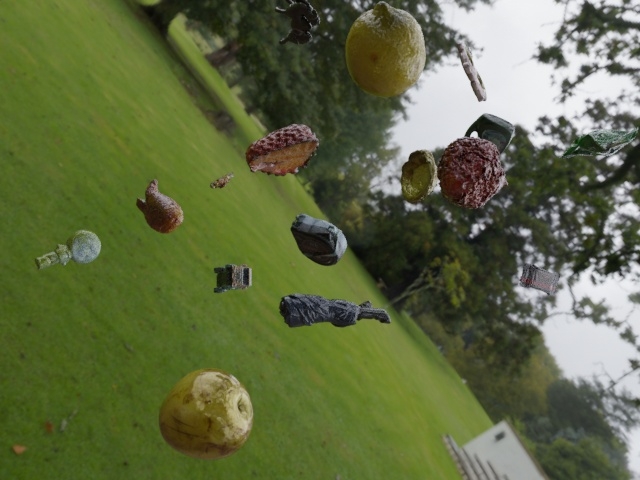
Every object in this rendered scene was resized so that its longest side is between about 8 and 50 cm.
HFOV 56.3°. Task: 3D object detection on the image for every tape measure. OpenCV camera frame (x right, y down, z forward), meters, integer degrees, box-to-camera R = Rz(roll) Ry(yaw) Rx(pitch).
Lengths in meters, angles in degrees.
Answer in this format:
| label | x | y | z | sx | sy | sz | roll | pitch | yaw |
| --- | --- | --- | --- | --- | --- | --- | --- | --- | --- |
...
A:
| label | x | y | z | sx | sy | sz | roll | pitch | yaw |
| --- | --- | --- | --- | --- | --- | --- | --- | --- | --- |
| tape measure | 0.001 | 0.003 | 2.101 | 0.182 | 0.107 | 0.181 | 17 | -33 | 24 |

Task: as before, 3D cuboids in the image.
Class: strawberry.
| label | x | y | z | sx | sy | sz | roll | pitch | yaw |
| --- | --- | --- | --- | --- | --- | --- | --- | --- | --- |
| strawberry | -0.156 | -0.347 | 2.260 | 0.253 | 0.280 | 0.150 | 103 | -33 | -71 |
| strawberry | 0.376 | -0.164 | 1.535 | 0.184 | 0.187 | 0.201 | 41 | 42 | 10 |

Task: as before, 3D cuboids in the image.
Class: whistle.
| label | x | y | z | sx | sy | sz | roll | pitch | yaw |
| --- | --- | --- | --- | --- | --- | --- | --- | --- | --- |
| whistle | -0.762 | 0.035 | 1.804 | 0.057 | 0.198 | 0.104 | 20 | -54 | 45 |

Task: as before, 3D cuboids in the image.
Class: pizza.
| label | x | y | z | sx | sy | sz | roll | pitch | yaw |
| --- | --- | --- | --- | --- | --- | --- | --- | --- | --- |
| pizza | -0.279 | -0.167 | 1.712 | 0.025 | 0.078 | 0.083 | 60 | 8 | 0 |

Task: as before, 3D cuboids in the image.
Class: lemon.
| label | x | y | z | sx | sy | sz | roll | pitch | yaw |
| --- | --- | --- | --- | --- | --- | --- | --- | --- | --- |
| lemon | 0.179 | -0.526 | 1.660 | 0.228 | 0.228 | 0.253 | 60 | -3 | 34 |

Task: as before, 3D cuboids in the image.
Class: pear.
| label | x | y | z | sx | sy | sz | roll | pitch | yaw |
| --- | --- | --- | --- | --- | --- | --- | --- | --- | --- |
| pear | -0.344 | 0.527 | 1.814 | 0.281 | 0.280 | 0.281 | 55 | 5 | -8 |

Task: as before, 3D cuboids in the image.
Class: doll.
| label | x | y | z | sx | sy | sz | roll | pitch | yaw |
| --- | --- | --- | --- | --- | --- | --- | --- | --- | --- |
| doll | -0.059 | -0.616 | 1.686 | 0.165 | 0.057 | 0.139 | 27 | -44 | 40 |

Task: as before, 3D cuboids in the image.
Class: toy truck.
| label | x | y | z | sx | sy | sz | roll | pitch | yaw |
| --- | --- | --- | --- | --- | --- | --- | --- | --- | --- |
| toy truck | -0.363 | 0.163 | 2.520 | 0.256 | 0.140 | 0.108 | -19 | -111 | 61 |

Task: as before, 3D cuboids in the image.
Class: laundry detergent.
| label | x | y | z | sx | sy | sz | roll | pitch | yaw |
| --- | --- | --- | --- | --- | --- | --- | --- | --- | --- |
| laundry detergent | 0.507 | -0.295 | 1.891 | 0.137 | 0.211 | 0.063 | 19 | 40 | -11 |

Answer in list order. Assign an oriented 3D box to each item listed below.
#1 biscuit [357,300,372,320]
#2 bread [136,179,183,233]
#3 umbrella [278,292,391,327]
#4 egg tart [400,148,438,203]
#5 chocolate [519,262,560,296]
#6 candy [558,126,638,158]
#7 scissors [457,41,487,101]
| label | x | y | z | sx | sy | sz | roll | pitch | yaw |
| --- | --- | --- | --- | --- | --- | --- | --- | --- | --- |
| biscuit | 0.138 | 0.235 | 1.991 | 0.027 | 0.087 | 0.089 | 52 | -20 | -9 |
| bread | -0.620 | -0.122 | 2.273 | 0.269 | 0.139 | 0.095 | 42 | 3 | 28 |
| umbrella | 0.031 | 0.149 | 1.252 | 0.248 | 0.071 | 0.071 | 4 | 32 | -22 |
| egg tart | 0.383 | -0.241 | 2.270 | 0.090 | 0.213 | 0.213 | 9 | 30 | -24 |
| chocolate | 0.715 | 0.128 | 1.946 | 0.182 | 0.086 | 0.028 | 14 | 0 | -33 |
| candy | 0.816 | -0.286 | 1.759 | 0.203 | 0.141 | 0.078 | 147 | -56 | -76 |
| scissors | 0.382 | -0.444 | 1.509 | 0.160 | 0.024 | 0.318 | 57 | 26 | -23 |
